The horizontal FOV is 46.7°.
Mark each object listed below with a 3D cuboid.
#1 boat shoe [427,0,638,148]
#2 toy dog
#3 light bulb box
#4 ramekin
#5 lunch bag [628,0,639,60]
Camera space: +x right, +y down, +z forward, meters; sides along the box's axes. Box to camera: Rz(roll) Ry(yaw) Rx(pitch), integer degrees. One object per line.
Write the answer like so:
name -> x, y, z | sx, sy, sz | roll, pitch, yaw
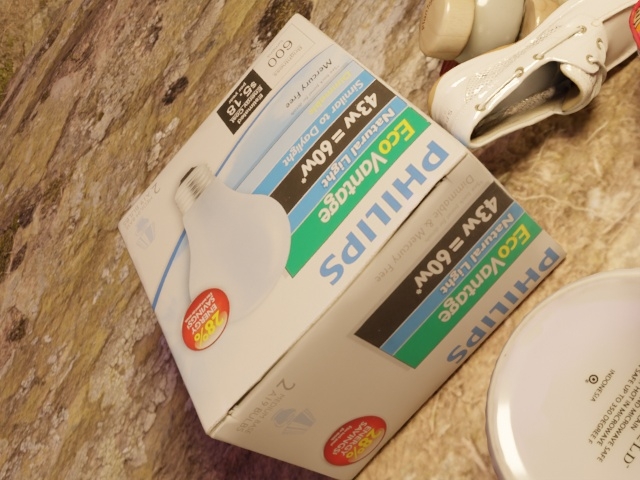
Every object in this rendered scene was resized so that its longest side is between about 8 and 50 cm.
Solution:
boat shoe -> 0.253, -0.174, 0.772 | 0.277, 0.098, 0.096 | -30, 45, 2
toy dog -> 0.189, -0.331, 0.910 | 0.334, 0.220, 0.161 | -68, 12, -22
light bulb box -> 0.000, 0.000, 0.837 | 0.358, 0.225, 0.361 | -48, 43, 9
ramekin -> 0.258, 0.145, 0.593 | 0.272, 0.127, 0.273 | -22, 53, 32
lunch bag -> 0.408, -0.149, 0.601 | 0.258, 0.120, 0.293 | -22, 41, 31
